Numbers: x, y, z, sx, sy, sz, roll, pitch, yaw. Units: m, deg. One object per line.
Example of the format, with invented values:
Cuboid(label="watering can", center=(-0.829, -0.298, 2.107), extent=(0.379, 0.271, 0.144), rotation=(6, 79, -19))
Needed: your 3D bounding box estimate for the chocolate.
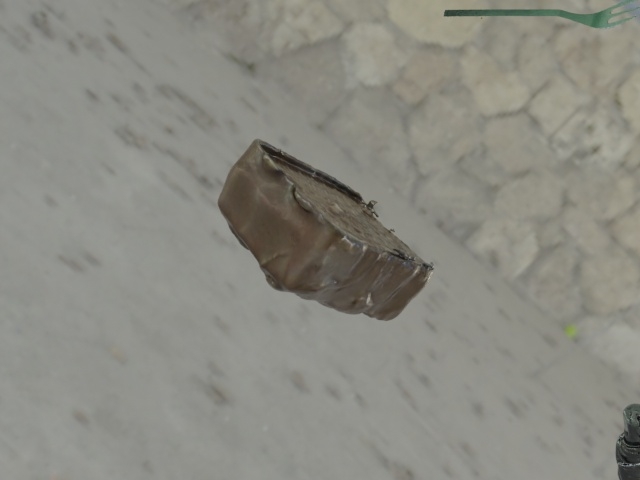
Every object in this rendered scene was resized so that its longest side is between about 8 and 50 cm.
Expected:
Cuboid(label="chocolate", center=(0.000, 0.000, 1.193), extent=(0.148, 0.093, 0.214), rotation=(44, 13, 32))

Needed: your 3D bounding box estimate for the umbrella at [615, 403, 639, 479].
Cuboid(label="umbrella", center=(0.393, 0.291, 1.603), extent=(0.059, 0.066, 0.236), rotation=(-107, 180, -51))

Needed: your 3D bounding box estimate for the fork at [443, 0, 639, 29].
Cuboid(label="fork", center=(0.257, -0.255, 1.492), extent=(0.235, 0.039, 0.021), rotation=(-4, 48, -9))
